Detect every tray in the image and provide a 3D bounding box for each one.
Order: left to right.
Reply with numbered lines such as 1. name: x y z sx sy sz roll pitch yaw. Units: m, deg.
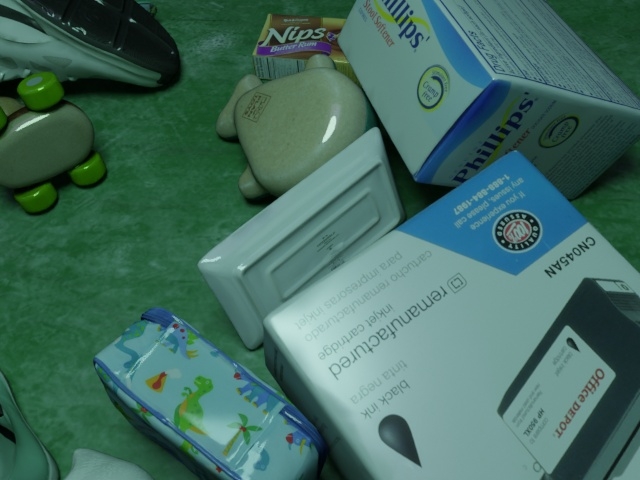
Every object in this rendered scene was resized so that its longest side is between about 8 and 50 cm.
1. tray: 0.000 0.000 0.687 0.270 0.145 0.030 -39 40 -21

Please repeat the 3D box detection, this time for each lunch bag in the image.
1. lunch bag: -0.101 0.171 0.558 0.219 0.176 0.090 31 58 20

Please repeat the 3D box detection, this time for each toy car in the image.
1. toy car: -0.411 -0.160 0.829 0.149 0.155 0.188 -33 47 -18

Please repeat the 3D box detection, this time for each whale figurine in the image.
1. whale figurine: -0.032 -0.143 0.809 0.272 0.141 0.216 29 91 45

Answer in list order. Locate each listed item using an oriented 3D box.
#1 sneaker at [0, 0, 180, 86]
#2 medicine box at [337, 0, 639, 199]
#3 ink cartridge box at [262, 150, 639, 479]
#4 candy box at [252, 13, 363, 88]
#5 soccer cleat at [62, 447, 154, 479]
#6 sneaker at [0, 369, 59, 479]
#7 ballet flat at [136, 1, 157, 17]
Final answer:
1. sneaker: -0.462 -0.295 0.917 0.448 0.257 0.169 19 43 -24
2. medicine box: 0.208 -0.201 0.740 0.290 0.149 0.263 2 50 -32
3. ink cartridge box: 0.177 0.164 0.507 0.286 0.166 0.394 -33 72 -17
4. candy box: -0.004 -0.303 0.951 0.187 0.053 0.109 9 57 8
5. soccer cleat: -0.270 0.333 0.510 0.143 0.116 0.331 18 58 41
6. sneaker: -0.376 0.158 0.596 0.256 0.151 0.094 32 65 24
7. ballet flat: -0.361 -0.346 1.005 0.189 0.070 0.070 -19 57 -7
